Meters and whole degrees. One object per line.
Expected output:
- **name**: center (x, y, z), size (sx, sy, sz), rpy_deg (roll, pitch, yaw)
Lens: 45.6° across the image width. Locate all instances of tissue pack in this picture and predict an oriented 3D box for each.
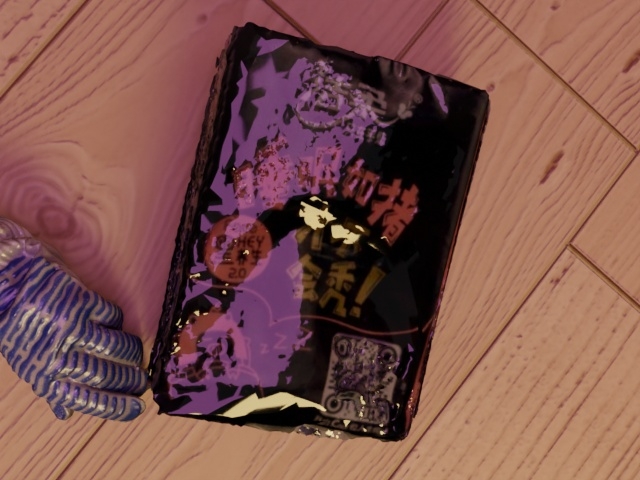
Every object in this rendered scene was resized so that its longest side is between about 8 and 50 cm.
- **tissue pack**: center (0.000, 0.000, 0.665), size (0.245, 0.123, 0.332), rpy_deg (12, 92, -16)

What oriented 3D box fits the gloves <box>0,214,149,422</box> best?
- **gloves**: center (-0.234, 0.070, 0.642), size (0.229, 0.097, 0.119), rpy_deg (43, 114, -13)
